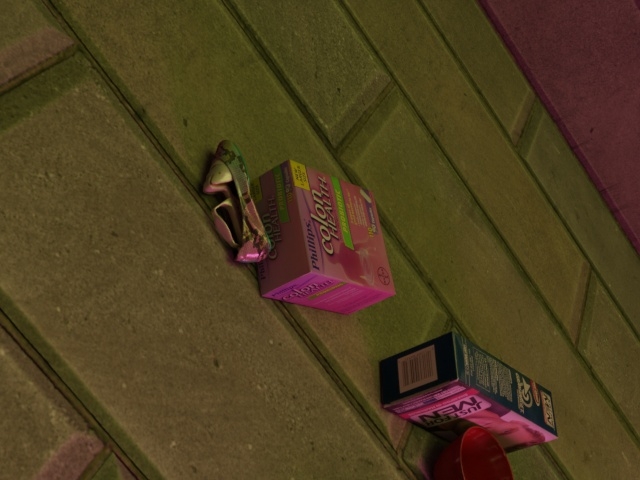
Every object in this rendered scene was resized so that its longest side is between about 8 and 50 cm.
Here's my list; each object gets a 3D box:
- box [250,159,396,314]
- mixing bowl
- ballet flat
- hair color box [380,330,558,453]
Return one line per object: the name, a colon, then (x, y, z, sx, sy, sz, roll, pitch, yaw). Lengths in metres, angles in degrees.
box: (0.000, 0.000, 1.583, 0.243, 0.117, 0.213, 16, 55, -47)
mixing bowl: (0.275, 0.447, 1.660, 0.181, 0.098, 0.181, 33, 43, -37)
ballet flat: (-0.149, -0.066, 1.478, 0.079, 0.077, 0.221, -10, 76, -36)
hair color box: (0.290, 0.306, 1.710, 0.347, 0.174, 0.105, 32, 44, -37)
